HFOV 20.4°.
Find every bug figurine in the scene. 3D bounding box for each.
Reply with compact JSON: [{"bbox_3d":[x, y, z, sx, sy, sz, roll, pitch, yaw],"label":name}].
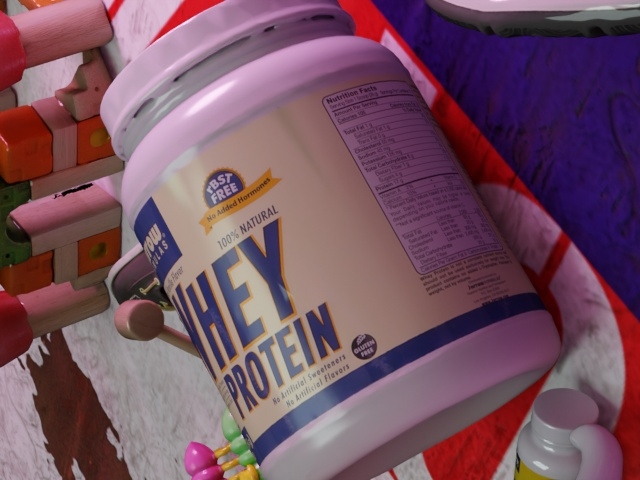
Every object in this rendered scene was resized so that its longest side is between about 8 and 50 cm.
[{"bbox_3d":[-0.057,0.274,1.742,0.216,0.072,0.279,62,151,11],"label":"bug figurine"}]

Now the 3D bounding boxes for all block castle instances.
[{"bbox_3d":[-0.376,-0.104,1.881,0.303,0.213,0.453,45,143,35],"label":"block castle"}]

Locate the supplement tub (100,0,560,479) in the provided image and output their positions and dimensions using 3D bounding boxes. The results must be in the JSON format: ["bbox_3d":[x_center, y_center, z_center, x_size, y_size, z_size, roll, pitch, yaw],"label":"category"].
[{"bbox_3d":[0.000,0.000,1.292,0.325,0.235,0.235,61,150,13],"label":"supplement tub"}]

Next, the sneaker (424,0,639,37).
[{"bbox_3d":[0.217,-0.239,0.887,0.447,0.169,0.257,4,104,50],"label":"sneaker"}]

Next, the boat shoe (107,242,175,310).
[{"bbox_3d":[-0.143,0.030,1.712,0.068,0.081,0.228,65,149,15],"label":"boat shoe"}]

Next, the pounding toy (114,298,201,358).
[{"bbox_3d":[-0.093,0.031,1.500,0.094,0.206,0.181,4,113,59],"label":"pounding toy"}]

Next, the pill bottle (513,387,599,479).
[{"bbox_3d":[0.173,0.166,1.289,0.065,0.065,0.116,38,139,42],"label":"pill bottle"}]

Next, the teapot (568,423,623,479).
[{"bbox_3d":[0.252,0.232,1.095,0.256,0.187,0.252,38,168,2],"label":"teapot"}]
